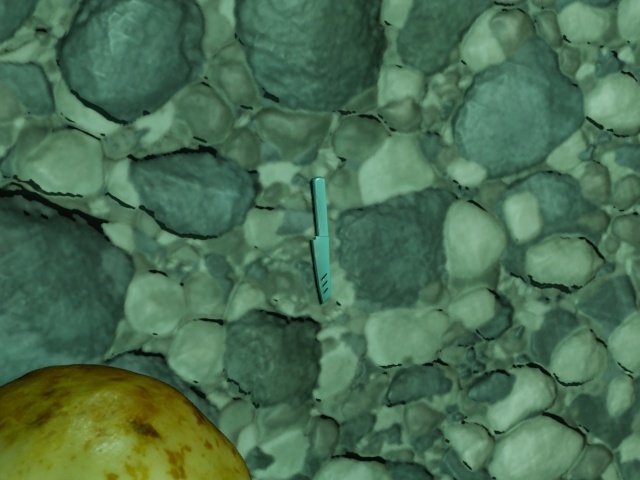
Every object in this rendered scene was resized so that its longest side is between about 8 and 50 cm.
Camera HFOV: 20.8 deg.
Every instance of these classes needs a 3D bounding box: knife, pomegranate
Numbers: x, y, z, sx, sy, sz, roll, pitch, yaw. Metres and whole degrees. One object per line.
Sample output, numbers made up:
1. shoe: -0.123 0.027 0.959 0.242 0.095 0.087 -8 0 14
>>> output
1. knife: 0.000 0.000 1.220 0.014 0.005 0.091 -11 103 -29
2. pomegranate: -0.148 0.196 1.034 0.248 0.248 0.248 -5 100 -29
